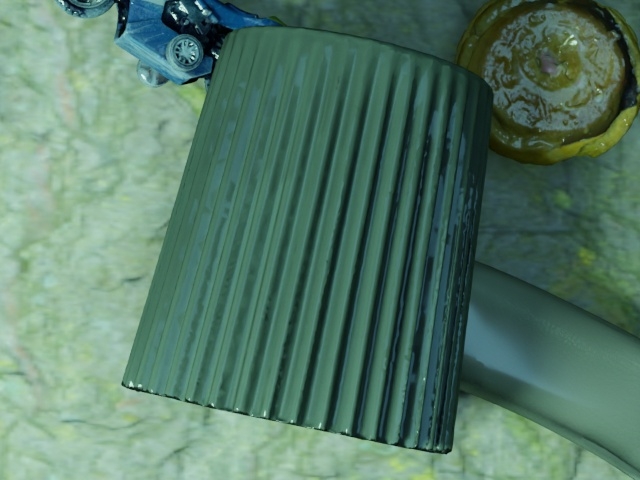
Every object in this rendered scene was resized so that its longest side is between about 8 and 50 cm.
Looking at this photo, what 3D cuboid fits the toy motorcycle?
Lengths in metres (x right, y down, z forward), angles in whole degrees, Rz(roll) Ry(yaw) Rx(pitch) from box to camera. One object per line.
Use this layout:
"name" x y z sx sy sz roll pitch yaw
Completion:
"toy motorcycle" -0.127 -0.216 1.793 0.254 0.092 0.135 34 71 -15

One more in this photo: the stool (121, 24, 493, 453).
"stool" 0.000 0.000 1.689 0.297 0.297 0.330 12 85 -10

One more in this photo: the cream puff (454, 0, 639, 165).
"cream puff" 0.219 -0.158 1.832 0.189 0.129 0.189 0 87 -2

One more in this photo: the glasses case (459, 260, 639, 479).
"glasses case" 0.225 0.124 1.835 0.308 0.083 0.128 27 87 -8
